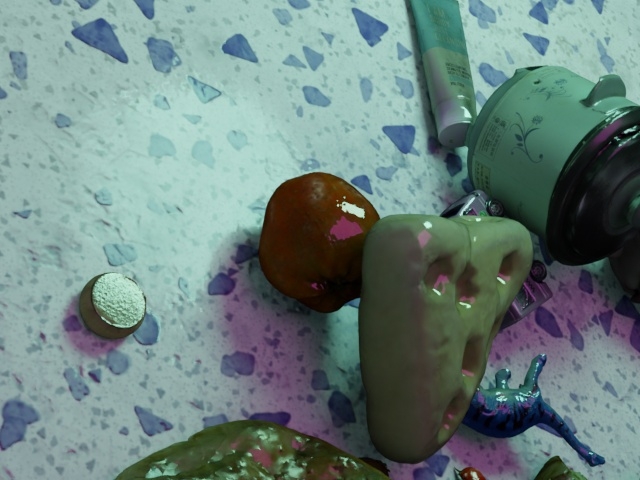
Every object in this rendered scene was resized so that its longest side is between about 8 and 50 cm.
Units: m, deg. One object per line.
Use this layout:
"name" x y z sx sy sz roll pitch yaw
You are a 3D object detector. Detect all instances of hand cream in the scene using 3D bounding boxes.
"hand cream" 0.208 -0.296 2.091 0.111 0.070 0.312 11 55 -27

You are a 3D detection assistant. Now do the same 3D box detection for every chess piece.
"chess piece" -0.254 0.079 1.567 0.083 0.038 0.084 16 55 -25

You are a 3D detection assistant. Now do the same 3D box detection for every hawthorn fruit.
"hawthorn fruit" 0.000 0.000 1.707 0.189 0.189 0.189 17 56 -27

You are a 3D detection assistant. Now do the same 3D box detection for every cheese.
"cheese" 0.167 0.129 1.706 0.351 0.129 0.328 0 96 -58

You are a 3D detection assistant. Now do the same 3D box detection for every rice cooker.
"rice cooker" 0.386 -0.115 1.935 0.264 0.316 0.317 -8 70 -38

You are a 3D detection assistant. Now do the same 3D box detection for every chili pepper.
"chili pepper" 0.237 0.361 1.713 0.178 0.027 0.045 52 1 39

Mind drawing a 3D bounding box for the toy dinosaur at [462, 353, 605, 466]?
"toy dinosaur" 0.249 0.225 1.806 0.329 0.076 0.144 14 56 -13

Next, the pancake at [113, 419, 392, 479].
"pancake" -0.057 0.318 1.425 0.387 0.082 0.387 10 23 -4

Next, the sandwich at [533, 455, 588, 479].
"sandwich" 0.324 0.382 1.768 0.090 0.088 0.244 46 48 -4

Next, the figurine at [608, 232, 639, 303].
"figurine" 0.610 0.059 2.085 0.380 0.248 0.203 58 6 -15

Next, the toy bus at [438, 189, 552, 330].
"toy bus" 0.247 0.032 1.911 0.108 0.096 0.199 -34 90 -37

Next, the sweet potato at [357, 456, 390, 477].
"sweet potato" -0.005 0.329 1.588 0.233 0.062 0.081 -11 56 -35
